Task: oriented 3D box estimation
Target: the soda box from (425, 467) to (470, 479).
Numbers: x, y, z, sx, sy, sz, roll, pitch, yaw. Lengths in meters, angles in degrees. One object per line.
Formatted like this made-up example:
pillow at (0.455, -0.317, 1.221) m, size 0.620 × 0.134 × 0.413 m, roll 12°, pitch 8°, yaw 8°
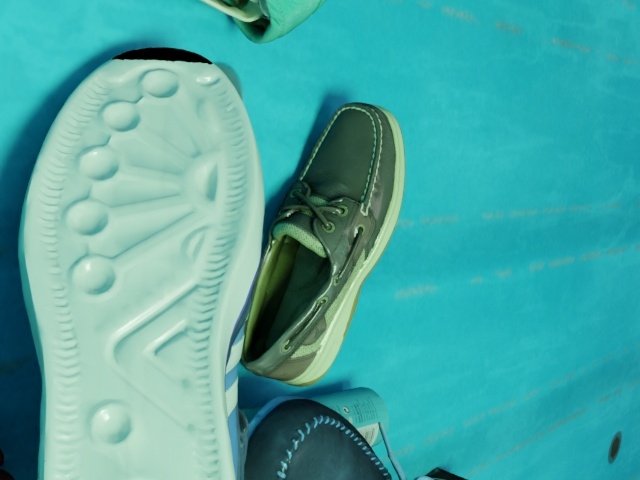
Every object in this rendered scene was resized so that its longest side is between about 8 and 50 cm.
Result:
soda box at (0.096, 0.292, 0.924) m, size 0.169 × 0.053 × 0.060 m, roll -17°, pitch 115°, yaw -50°

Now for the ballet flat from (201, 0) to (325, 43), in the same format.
ballet flat at (-0.075, -0.199, 0.516) m, size 0.087 × 0.083 × 0.247 m, roll -52°, pitch 138°, yaw -7°

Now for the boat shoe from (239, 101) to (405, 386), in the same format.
boat shoe at (-0.001, 0.000, 0.676) m, size 0.073 × 0.080 × 0.224 m, roll 17°, pitch 92°, yaw -59°

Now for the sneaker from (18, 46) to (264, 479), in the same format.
sneaker at (-0.106, 0.076, 0.557) m, size 0.236 × 0.130 × 0.323 m, roll 109°, pitch -20°, yaw -62°

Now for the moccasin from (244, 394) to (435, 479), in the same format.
moccasin at (0.051, 0.239, 0.716) m, size 0.138 × 0.116 × 0.342 m, roll -52°, pitch 135°, yaw -21°

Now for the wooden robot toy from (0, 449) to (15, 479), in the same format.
wooden robot toy at (-0.186, 0.145, 0.481) m, size 0.076 × 0.079 × 0.173 m, roll -40°, pitch 131°, yaw -38°

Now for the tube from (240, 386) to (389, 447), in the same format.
tube at (-0.028, 0.159, 0.724) m, size 0.207 × 0.052 × 0.080 m, roll -3°, pitch 93°, yaw -48°
